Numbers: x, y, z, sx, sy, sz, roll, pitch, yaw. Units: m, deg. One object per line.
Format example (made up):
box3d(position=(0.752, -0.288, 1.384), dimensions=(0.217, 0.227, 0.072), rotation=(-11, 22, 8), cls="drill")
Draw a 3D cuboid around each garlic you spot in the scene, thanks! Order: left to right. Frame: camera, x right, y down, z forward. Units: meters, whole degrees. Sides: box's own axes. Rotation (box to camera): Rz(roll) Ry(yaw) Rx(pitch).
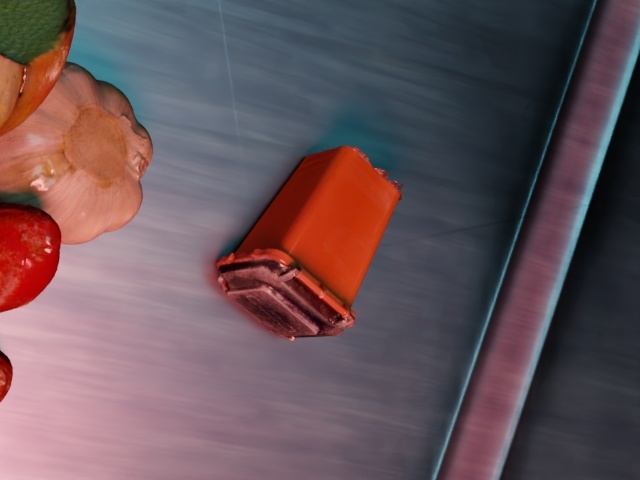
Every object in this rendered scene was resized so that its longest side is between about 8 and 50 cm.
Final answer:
box3d(position=(-0.311, -0.105, 1.685), dimensions=(0.228, 0.152, 0.228), rotation=(24, 56, -42), cls="garlic")

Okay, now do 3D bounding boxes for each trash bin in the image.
box3d(position=(0.000, 0.000, 1.853), dimensions=(0.161, 0.184, 0.239), rotation=(41, 66, -23), cls="trash bin")

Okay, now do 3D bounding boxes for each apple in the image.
box3d(position=(-0.409, -0.224, 1.562), dimensions=(0.254, 0.346, 0.179), rotation=(-64, 156, -6), cls="apple")

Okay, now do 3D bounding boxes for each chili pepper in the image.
box3d(position=(-0.378, 0.024, 1.603), dimensions=(0.136, 0.252, 0.144), rotation=(25, 70, -46), cls="chili pepper")

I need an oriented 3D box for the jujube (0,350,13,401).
box3d(position=(-0.429, 0.152, 1.673), dimensions=(0.129, 0.077, 0.077), rotation=(17, 82, -17), cls="jujube")
